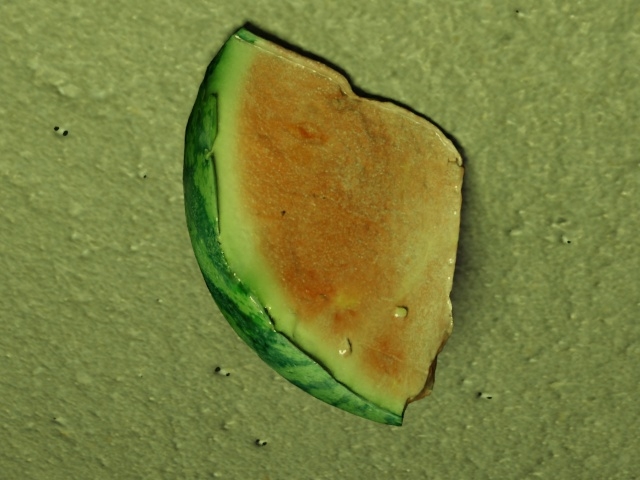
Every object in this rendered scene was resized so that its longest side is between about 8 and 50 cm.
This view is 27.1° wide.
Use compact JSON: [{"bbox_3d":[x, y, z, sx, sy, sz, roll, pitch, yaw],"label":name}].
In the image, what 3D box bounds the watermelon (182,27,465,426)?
[{"bbox_3d":[-0.009,0.032,1.182,0.292,0.222,0.319,18,132,-13],"label":"watermelon"}]
